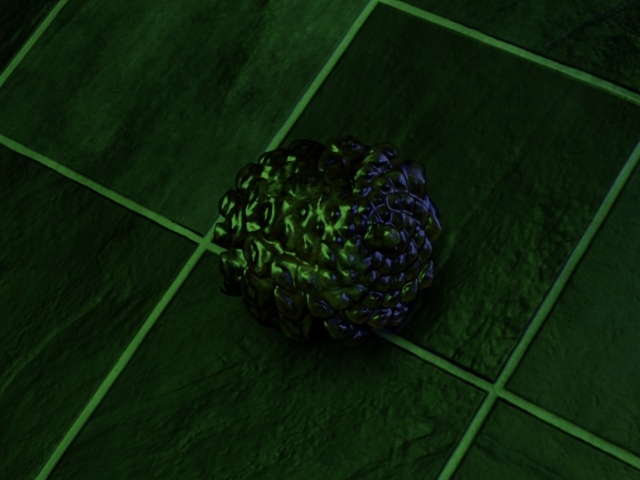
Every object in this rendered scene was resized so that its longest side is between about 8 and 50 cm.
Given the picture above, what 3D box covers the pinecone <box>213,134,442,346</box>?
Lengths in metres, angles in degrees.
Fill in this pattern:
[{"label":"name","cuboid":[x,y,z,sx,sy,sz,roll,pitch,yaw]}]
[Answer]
[{"label":"pinecone","cuboid":[-0.001,0.002,1.835,0.296,0.242,0.298,16,69,30]}]
